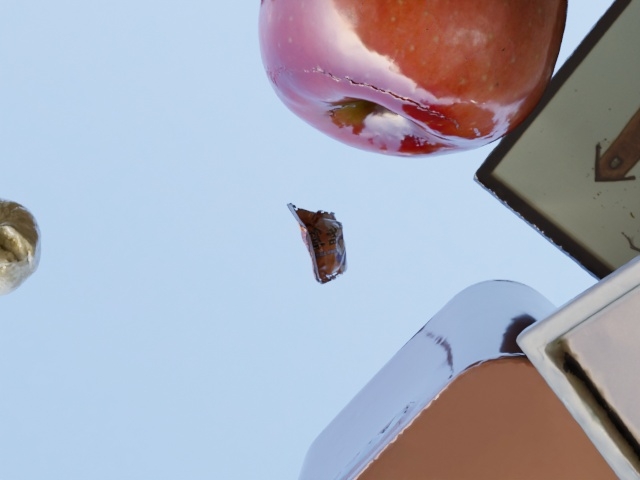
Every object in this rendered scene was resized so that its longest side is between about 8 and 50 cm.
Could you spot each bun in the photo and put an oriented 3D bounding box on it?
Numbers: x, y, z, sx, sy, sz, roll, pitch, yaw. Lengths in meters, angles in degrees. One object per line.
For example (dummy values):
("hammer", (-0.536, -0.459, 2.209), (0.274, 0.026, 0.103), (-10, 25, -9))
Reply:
("bun", (-0.270, 0.001, 1.467), (0.086, 0.055, 0.086), (10, -109, -30))

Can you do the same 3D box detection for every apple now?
("apple", (0.055, -0.135, 1.004), (0.181, 0.181, 0.168), (22, -99, -34))

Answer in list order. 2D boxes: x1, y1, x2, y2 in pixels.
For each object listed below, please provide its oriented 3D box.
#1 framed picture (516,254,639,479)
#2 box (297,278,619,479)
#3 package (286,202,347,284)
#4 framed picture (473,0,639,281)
("framed picture", (0.279, 0.118, 0.805), (0.335, 0.247, 0.022), (53, -147, 0))
("box", (0.153, 0.215, 1.093), (0.339, 0.239, 0.229), (42, -168, -6))
("package", (-0.001, 0.001, 1.610), (0.110, 0.033, 0.077), (-9, -87, -67))
("framed picture", (0.295, -0.088, 1.205), (0.244, 0.013, 0.324), (39, -102, 4))
